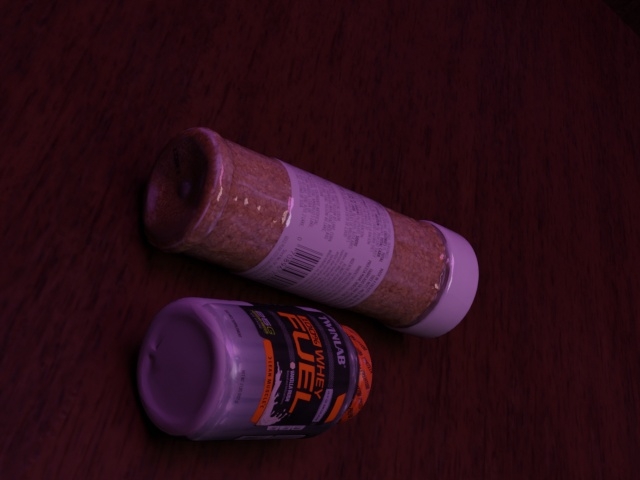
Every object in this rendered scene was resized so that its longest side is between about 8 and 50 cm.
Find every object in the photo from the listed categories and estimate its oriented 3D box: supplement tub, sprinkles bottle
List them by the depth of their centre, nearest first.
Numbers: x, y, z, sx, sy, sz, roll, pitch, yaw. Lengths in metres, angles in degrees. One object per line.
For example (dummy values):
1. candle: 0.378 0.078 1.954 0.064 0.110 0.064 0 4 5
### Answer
1. supplement tub: -0.050 0.111 1.015 0.190 0.117 0.117 8 54 -47
2. sprinkles bottle: 0.000 0.000 1.175 0.355 0.121 0.121 21 44 -39
